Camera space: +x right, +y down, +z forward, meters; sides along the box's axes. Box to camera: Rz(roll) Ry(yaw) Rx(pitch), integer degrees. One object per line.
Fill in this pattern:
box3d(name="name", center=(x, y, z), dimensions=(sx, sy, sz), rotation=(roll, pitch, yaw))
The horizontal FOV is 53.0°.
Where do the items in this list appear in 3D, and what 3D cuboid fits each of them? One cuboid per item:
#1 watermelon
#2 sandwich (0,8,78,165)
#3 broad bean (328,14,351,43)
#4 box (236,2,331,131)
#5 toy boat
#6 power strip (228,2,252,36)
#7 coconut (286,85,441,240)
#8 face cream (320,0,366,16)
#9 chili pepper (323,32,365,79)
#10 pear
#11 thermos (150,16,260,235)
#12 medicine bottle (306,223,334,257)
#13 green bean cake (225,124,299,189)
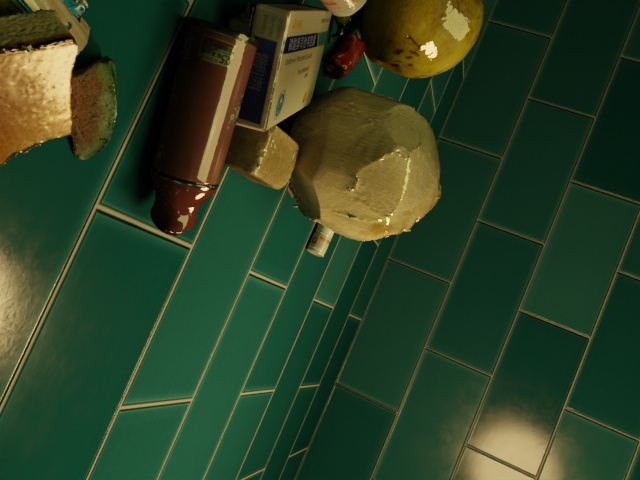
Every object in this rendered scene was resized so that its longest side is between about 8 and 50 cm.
box3d(name="watermelon", center=(-0.289, -0.173, 0.807), dimensions=(0.101, 0.080, 0.155), rotation=(-103, -168, -47))
box3d(name="sandwich", center=(-0.340, -0.133, 0.619), dimensions=(0.193, 0.058, 0.162), rotation=(-22, 155, -35))
box3d(name="broad bean", center=(0.040, -0.535, 1.338), dimensions=(0.325, 0.067, 0.075), rotation=(71, 27, -71))
box3d(name="box", center=(-0.062, -0.329, 1.180), dimensions=(0.343, 0.065, 0.200), rotation=(-58, 164, -67))
box3d(name="toy boat", center=(-0.301, -0.260, 0.631), dimensions=(0.210, 0.066, 0.084), rotation=(60, 41, -56))
box3d(name="power strip", center=(-0.142, -0.305, 1.089), dimensions=(0.030, 0.047, 0.191), rotation=(-40, 149, -64))
box3d(name="coconut", center=(0.106, -0.168, 1.463), dimensions=(0.346, 0.360, 0.346), rotation=(18, 90, -84))
box3d(name="face cream", center=(-0.006, -0.507, 1.135), dimensions=(0.252, 0.101, 0.101), rotation=(28, 84, -55))
box3d(name="chili pepper", center=(0.061, -0.440, 1.530), dimensions=(0.123, 0.070, 0.073), rotation=(-57, 144, -28))
box3d(name="pear", center=(0.235, -0.550, 1.580), dimensions=(0.304, 0.304, 0.304), rotation=(-57, 160, -33))
box3d(name="thermos", center=(-0.200, -0.169, 1.007), dimensions=(0.109, 0.136, 0.330), rotation=(8, 106, -40))
box3d(name="medicine bottle", center=(0.000, 0.000, 1.913), dimensions=(0.089, 0.057, 0.057), rotation=(-66, 164, -9))
box3d(name="green bean cake", center=(-0.114, -0.172, 1.283), dimensions=(0.109, 0.085, 0.179), rotation=(-68, 163, -2))
